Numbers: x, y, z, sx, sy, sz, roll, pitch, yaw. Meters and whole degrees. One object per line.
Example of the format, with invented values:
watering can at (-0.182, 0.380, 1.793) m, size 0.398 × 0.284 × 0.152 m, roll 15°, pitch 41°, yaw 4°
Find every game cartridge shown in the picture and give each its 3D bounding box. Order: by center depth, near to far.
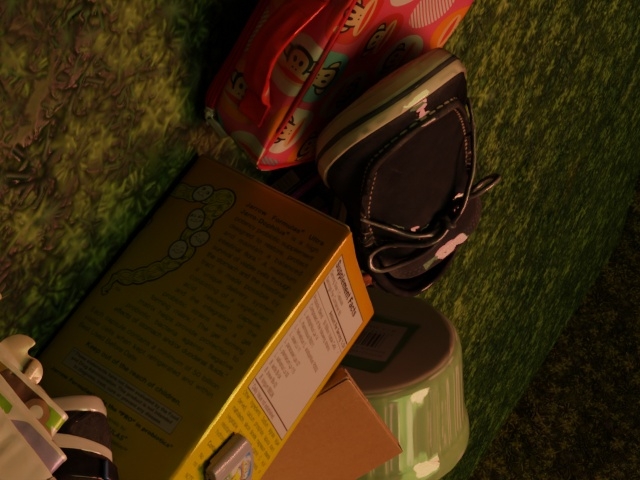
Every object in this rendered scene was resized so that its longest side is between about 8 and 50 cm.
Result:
game cartridge at (-0.084, 0.219, 0.959) m, size 0.056 × 0.017 × 0.083 m, roll -48°, pitch 153°, yaw -38°

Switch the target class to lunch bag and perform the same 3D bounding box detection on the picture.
lunch bag at (0.016, -0.199, 1.000) m, size 0.258 × 0.120 × 0.293 m, roll -26°, pitch 158°, yaw -50°

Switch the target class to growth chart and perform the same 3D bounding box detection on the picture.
growth chart at (-0.273, 0.139, 0.768) m, size 0.172 × 0.237 × 0.021 m, roll -34°, pitch -176°, yaw -38°

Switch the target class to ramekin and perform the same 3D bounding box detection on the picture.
ramekin at (0.046, 0.185, 1.346) m, size 0.303 × 0.303 × 0.148 m, roll -35°, pitch 132°, yaw -48°

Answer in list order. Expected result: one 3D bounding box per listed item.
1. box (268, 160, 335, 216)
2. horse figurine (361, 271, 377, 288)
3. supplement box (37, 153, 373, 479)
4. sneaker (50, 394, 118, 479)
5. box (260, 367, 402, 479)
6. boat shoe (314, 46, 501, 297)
box at (0.008, -0.068, 1.277) m, size 0.116 × 0.029 × 0.162 m, roll -39°, pitch 157°, yaw 5°
horse figurine at (0.064, 0.110, 1.593) m, size 0.174 × 0.066 × 0.263 m, roll -50°, pitch 158°, yaw -11°
supplement box at (-0.128, 0.128, 1.039) m, size 0.356 × 0.195 × 0.194 m, roll -54°, pitch 155°, yaw -19°
sneaker at (-0.262, 0.194, 0.819) m, size 0.217 × 0.121 × 0.079 m, roll -4°, pitch 146°, yaw -31°
box at (-0.024, 0.245, 1.168) m, size 0.201 × 0.021 × 0.164 m, roll -31°, pitch 131°, yaw 3°
boat shoe at (0.102, -0.055, 1.136) m, size 0.187 × 0.156 × 0.500 m, roll -34°, pitch 165°, yaw -10°
